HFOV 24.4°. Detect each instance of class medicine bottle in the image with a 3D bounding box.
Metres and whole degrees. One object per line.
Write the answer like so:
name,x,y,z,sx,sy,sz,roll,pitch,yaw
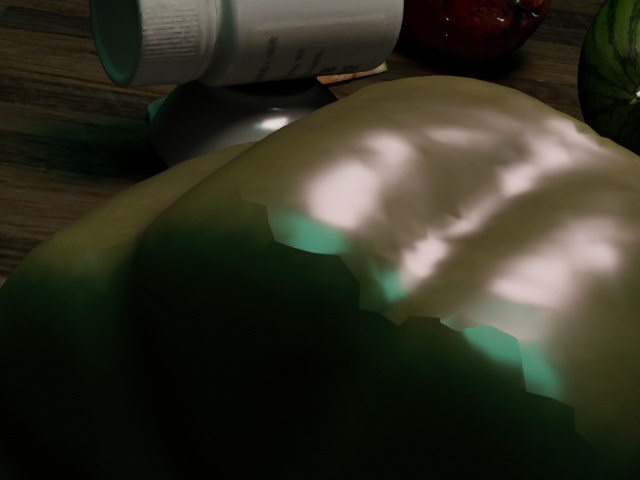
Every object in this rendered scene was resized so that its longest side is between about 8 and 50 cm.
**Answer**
medicine bottle,-0.064,-0.206,1.290,0.252,0.144,0.144,-9,33,-30

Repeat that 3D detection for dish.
dish,-0.049,-0.125,1.378,0.224,0.078,0.246,25,32,29

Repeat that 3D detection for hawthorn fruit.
hawthorn fruit,0.168,-0.268,1.611,0.181,0.181,0.235,-5,32,-25

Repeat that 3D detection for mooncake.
mooncake,0.023,0.125,0.642,0.378,0.378,0.201,25,30,27

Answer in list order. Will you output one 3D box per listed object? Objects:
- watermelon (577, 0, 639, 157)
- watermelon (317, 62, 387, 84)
watermelon,0.363,-0.154,1.386,0.242,0.242,0.242,7,29,-4
watermelon,-0.013,-0.201,1.566,0.163,0.087,0.069,-15,-1,-40
